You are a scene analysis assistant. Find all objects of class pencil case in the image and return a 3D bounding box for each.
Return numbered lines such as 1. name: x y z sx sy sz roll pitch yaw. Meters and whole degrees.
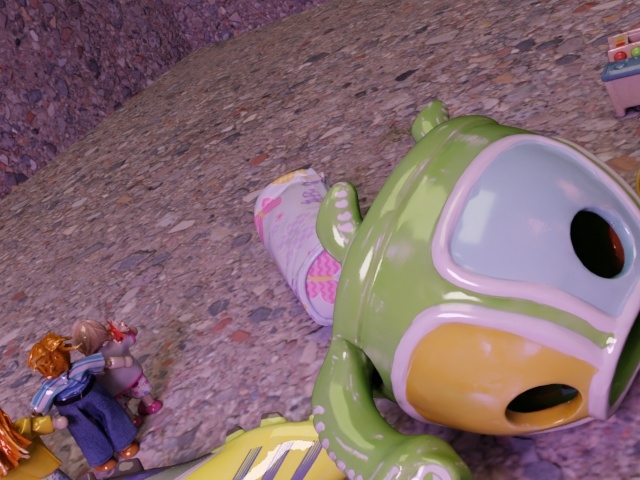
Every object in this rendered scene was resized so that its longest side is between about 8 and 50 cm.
1. pencil case: 0.000 0.000 0.961 0.124 0.113 0.273 -48 25 6

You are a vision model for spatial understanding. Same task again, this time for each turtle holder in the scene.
1. turtle holder: 0.126 0.045 0.603 0.227 0.243 0.320 22 32 31

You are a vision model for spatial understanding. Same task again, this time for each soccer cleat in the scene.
1. soccer cleat: -0.083 0.229 0.662 0.289 0.093 0.121 -19 56 6

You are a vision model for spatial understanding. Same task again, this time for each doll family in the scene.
1. doll family: -0.272 0.185 0.806 0.263 0.163 0.118 -40 28 -27

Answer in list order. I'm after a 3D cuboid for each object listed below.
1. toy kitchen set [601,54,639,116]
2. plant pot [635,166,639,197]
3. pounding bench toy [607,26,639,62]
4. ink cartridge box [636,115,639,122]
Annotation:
1. toy kitchen set: 0.471 -0.275 1.029 0.166 0.122 0.207 -7 31 35
2. plant pot: 0.328 -0.034 0.598 0.134 0.095 0.134 -35 23 17
3. pounding bench toy: 0.457 -0.268 1.111 0.083 0.052 0.065 -13 28 27
4. ink cartridge box: 0.519 -0.110 0.721 0.324 0.071 0.330 -25 24 9
